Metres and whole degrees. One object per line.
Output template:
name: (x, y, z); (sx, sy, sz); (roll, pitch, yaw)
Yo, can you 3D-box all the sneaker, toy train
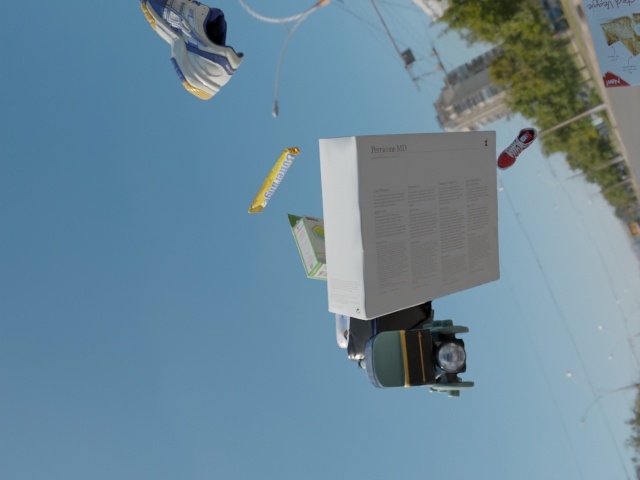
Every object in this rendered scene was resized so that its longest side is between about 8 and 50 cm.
sneaker: (0.462, -0.219, 1.553); (0.042, 0.118, 0.067); (43, 171, 12)
toy train: (0.175, 0.228, 1.275); (0.334, 0.190, 0.142); (103, 165, -80)
sneaker: (-0.244, -0.417, 1.276); (0.297, 0.131, 0.112); (59, -161, 14)

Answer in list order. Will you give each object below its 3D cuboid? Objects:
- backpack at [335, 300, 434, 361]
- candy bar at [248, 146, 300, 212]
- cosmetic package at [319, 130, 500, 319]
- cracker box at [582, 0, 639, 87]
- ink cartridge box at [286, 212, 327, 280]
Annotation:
backpack: (0.172, 0.185, 1.702); (0.263, 0.213, 0.277); (-5, -78, -42)
candy bar: (-0.088, -0.115, 1.249); (0.040, 0.161, 0.018); (-6, -131, -52)
cosmetic package: (0.169, -0.044, 1.149); (0.377, 0.097, 0.285); (-10, -78, -42)
cracker box: (0.515, -0.367, 1.061); (0.067, 0.155, 0.232); (-38, -65, -24)
ink cartridge box: (0.000, 0.000, 1.619); (0.109, 0.062, 0.209); (11, -137, -34)
